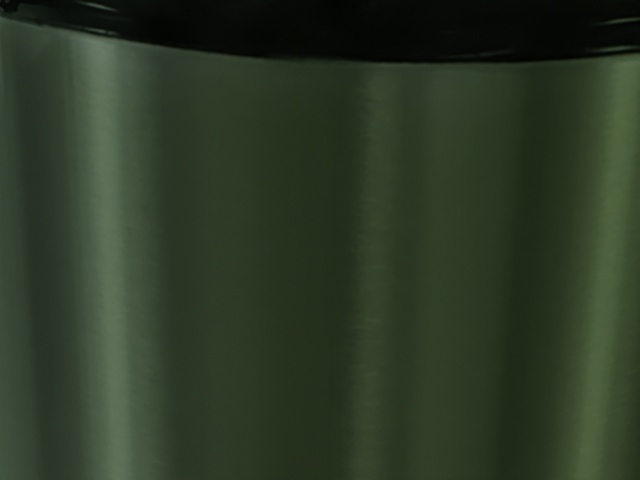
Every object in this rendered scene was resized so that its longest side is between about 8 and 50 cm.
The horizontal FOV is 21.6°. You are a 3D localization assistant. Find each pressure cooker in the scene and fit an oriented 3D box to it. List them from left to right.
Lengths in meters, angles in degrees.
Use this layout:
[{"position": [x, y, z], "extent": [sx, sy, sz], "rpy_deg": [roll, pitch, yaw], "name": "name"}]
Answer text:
[{"position": [0.017, 0.023, 0.644], "extent": [0.375, 0.420, 0.370], "rpy_deg": [19, 30, 32], "name": "pressure cooker"}]
